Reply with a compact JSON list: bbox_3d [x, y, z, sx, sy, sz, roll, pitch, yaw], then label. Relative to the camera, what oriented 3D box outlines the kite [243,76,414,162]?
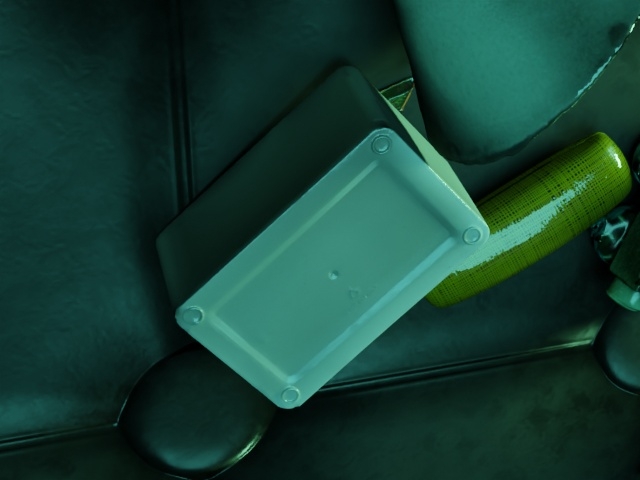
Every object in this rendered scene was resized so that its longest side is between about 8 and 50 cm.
[{"bbox_3d":[0.016,-0.055,1.231,0.183,0.014,0.241,22,104,-26],"label":"kite"}]

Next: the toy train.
[{"bbox_3d":[0.373,-0.013,1.315,0.163,0.112,0.203,16,109,-31],"label":"toy train"}]

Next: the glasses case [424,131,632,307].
[{"bbox_3d":[0.191,-0.016,1.278,0.234,0.064,0.079,-32,112,-1],"label":"glasses case"}]

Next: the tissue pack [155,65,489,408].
[{"bbox_3d":[-0.001,-0.001,1.166,0.246,0.136,0.159,-42,119,9],"label":"tissue pack"}]

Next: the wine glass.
[{"bbox_3d":[0.033,-0.277,1.009,0.406,0.267,0.267,35,100,-23],"label":"wine glass"}]
